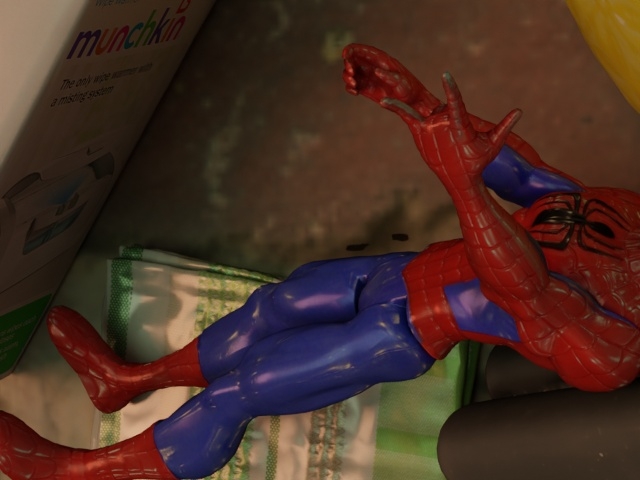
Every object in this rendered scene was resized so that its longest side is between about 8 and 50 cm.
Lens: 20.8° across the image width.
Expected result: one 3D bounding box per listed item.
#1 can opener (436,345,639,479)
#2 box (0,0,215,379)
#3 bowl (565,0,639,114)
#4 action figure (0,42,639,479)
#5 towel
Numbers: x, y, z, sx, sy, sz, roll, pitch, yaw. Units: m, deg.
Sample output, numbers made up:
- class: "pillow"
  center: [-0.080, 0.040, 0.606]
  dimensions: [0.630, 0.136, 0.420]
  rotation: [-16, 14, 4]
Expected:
- class: "can opener"
  center: [0.166, 0.058, 0.503]
  dimensions: [0.283, 0.076, 0.095]
  rotation: [-15, 118, 45]
- class: "box"
  center: [-0.197, -0.096, 0.648]
  dimensions: [0.262, 0.127, 0.231]
  rotation: [34, 109, 11]
- class: "bowl"
  center: [0.175, -0.128, 0.471]
  dimensions: [0.290, 0.156, 0.289]
  rotation: [2, 95, 26]
- class: "action figure"
  center: [0.000, 0.000, 0.547]
  dimensions: [0.280, 0.091, 0.139]
  rotation: [-14, 123, 28]
- class: "towel"
  center: [-0.017, 0.068, 0.657]
  dimensions: [0.152, 0.023, 0.113]
  rotation: [10, 100, 23]
